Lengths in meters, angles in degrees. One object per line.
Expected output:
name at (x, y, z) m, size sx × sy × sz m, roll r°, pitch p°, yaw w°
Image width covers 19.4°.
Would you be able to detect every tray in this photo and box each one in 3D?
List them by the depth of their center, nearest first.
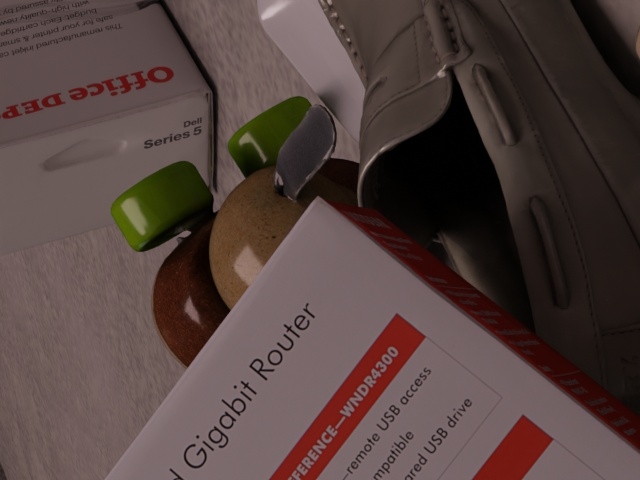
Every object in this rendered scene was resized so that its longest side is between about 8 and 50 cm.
tray at (0.002, -0.193, 0.943) m, size 0.145 × 0.030 × 0.270 m, roll -125°, pitch 25°, yaw -47°

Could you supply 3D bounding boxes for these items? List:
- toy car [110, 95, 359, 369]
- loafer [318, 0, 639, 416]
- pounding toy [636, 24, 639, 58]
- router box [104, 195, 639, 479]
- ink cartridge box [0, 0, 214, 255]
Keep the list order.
toy car at (0.000, 0.000, 0.921) m, size 0.155 × 0.149 × 0.188 m, roll 58°, pitch 158°, yaw 4°
loafer at (0.061, -0.046, 0.762) m, size 0.319 × 0.111 × 0.112 m, roll -125°, pitch 25°, yaw -44°
pounding toy at (0.130, -0.093, 0.442) m, size 0.155 × 0.154 × 0.269 m, roll 142°, pitch 110°, yaw -71°
router box at (0.024, 0.206, 0.615) m, size 0.301 × 0.335 × 0.082 m, roll 40°, pitch -172°, yaw 14°
ink cartridge box at (-0.218, -0.131, 1.380) m, size 0.115 × 0.198 × 0.273 m, roll 93°, pitch 154°, yaw -47°
